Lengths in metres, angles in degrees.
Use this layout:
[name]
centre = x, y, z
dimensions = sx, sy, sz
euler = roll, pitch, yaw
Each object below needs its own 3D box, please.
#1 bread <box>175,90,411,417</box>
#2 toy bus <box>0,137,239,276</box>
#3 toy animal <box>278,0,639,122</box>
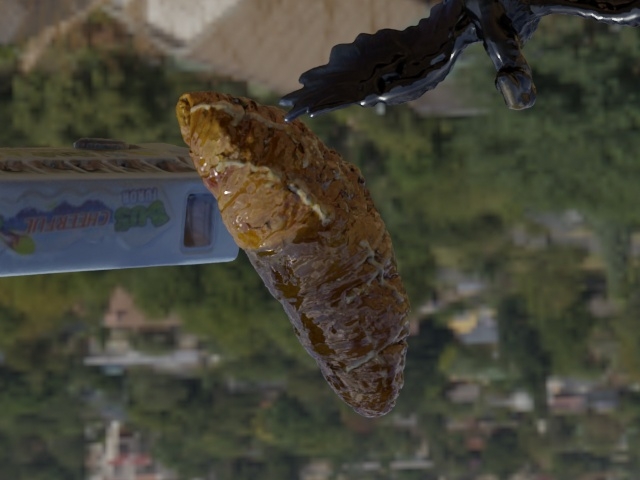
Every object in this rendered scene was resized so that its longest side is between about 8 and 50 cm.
[bread]
centre = 0.000, 0.000, 1.013
dimensions = 0.076, 0.233, 0.105
euler = -25, -162, 13
[toy bus]
centre = -0.200, -0.024, 1.325
dimensions = 0.136, 0.109, 0.330
euler = 10, -171, 39
[toy animal]
centre = 0.074, -0.104, 0.695
dimensions = 0.220, 0.108, 0.062
euler = -19, 171, 27
